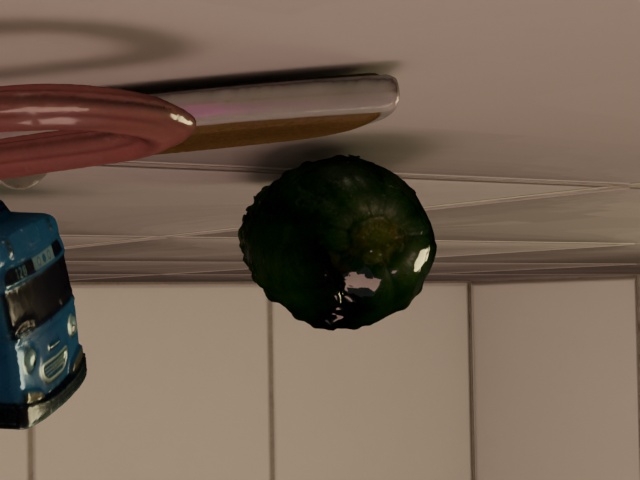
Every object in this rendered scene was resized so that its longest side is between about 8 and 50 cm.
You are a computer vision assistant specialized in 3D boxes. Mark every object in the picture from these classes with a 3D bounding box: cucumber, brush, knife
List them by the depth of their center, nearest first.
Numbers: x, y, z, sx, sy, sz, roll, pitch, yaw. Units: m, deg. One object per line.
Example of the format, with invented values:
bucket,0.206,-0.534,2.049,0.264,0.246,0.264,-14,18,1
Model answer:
brush,-0.136,-0.015,0.362,0.233,0.047,0.103,-3,174,26
knife,-0.085,-0.026,0.427,0.256,0.022,0.046,-3,173,32
cucumber,0.000,0.000,0.603,0.069,0.069,0.227,-1,-179,-8

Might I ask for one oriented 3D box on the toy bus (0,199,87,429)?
toy bus,-0.209,0.033,0.701,0.184,0.106,0.090,1,-168,10
